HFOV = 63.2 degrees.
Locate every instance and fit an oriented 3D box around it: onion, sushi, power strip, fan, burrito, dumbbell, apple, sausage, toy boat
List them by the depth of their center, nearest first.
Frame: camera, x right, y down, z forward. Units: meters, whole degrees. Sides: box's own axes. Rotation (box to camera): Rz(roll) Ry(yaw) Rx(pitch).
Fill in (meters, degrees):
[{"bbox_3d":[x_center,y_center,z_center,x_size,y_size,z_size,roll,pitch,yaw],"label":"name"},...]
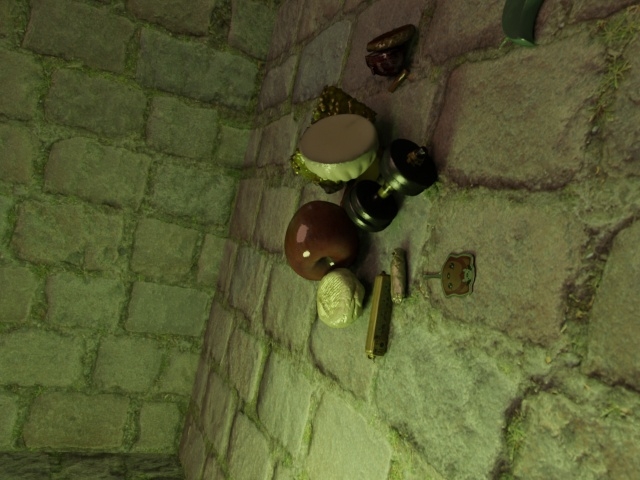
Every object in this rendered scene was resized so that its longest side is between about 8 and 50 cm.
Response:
[{"bbox_3d":[0.552,-0.619,1.362,0.253,0.054,0.167,-64,26,25],"label":"power strip"},{"bbox_3d":[0.361,0.101,1.483,0.220,0.009,0.132,-10,70,62],"label":"fan"},{"bbox_3d":[0.248,0.115,1.667,0.058,0.045,0.188,138,136,-61],"label":"burrito"},{"bbox_3d":[0.222,-0.173,1.692,0.388,0.185,0.185,-47,39,47],"label":"dumbbell"},{"bbox_3d":[0.195,0.250,1.693,0.044,0.064,0.305,0,79,57],"label":"power strip"},{"bbox_3d":[0.288,-0.589,1.921,0.116,0.026,0.026,-47,39,48],"label":"sausage"},{"bbox_3d":[0.000,0.000,1.942,0.306,0.305,0.235,-55,35,39],"label":"apple"},{"bbox_3d":[0.255,-0.668,1.947,0.206,0.151,0.098,-117,8,-68],"label":"onion"},{"bbox_3d":[0.150,-0.226,1.969,0.121,0.089,0.321,-108,39,-60],"label":"toy boat"},{"bbox_3d":[0.035,-0.368,1.984,0.351,0.240,0.396,-64,4,1],"label":"sushi"}]

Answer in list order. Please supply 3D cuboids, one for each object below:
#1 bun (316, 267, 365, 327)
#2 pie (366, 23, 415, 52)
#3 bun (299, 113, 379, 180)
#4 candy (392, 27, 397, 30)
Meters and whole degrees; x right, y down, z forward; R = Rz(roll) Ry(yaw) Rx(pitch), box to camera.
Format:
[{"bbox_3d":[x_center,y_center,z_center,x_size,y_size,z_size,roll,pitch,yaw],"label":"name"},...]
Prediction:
[{"bbox_3d":[0.085,0.207,1.858,0.220,0.134,0.220,-23,61,52],"label":"bun"},{"bbox_3d":[0.255,-0.743,1.922,0.195,0.046,0.195,-23,24,11],"label":"pie"},{"bbox_3d":[0.071,-0.278,1.714,0.175,0.263,0.263,70,-176,-47],"label":"bun"},{"bbox_3d":[0.305,-0.809,1.995,0.083,0.025,0.023,16,122,56],"label":"candy"}]
